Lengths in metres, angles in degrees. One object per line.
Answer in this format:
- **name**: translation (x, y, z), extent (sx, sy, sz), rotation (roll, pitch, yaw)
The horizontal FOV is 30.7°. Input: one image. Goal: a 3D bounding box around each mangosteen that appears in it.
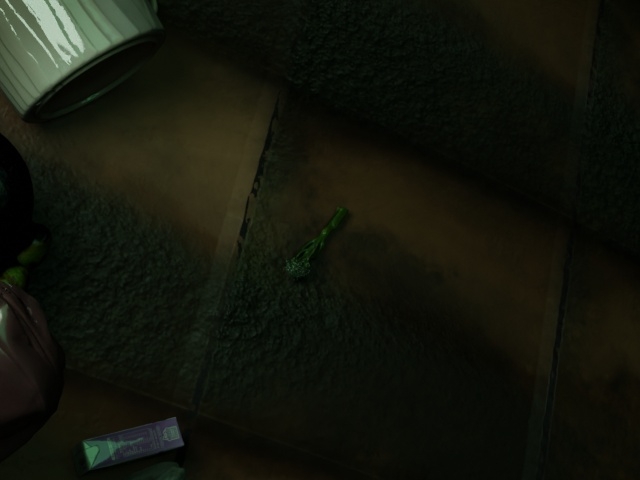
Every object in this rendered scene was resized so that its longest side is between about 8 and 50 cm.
- **mangosteen**: translation (-0.399, -0.017, 1.217), extent (0.243, 0.243, 0.243), rotation (11, 66, -25)

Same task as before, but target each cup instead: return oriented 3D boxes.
- **cup**: translation (-0.331, -0.300, 1.391), extent (0.208, 0.288, 0.273), rotation (-33, 90, 2)

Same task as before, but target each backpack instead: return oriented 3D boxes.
- **backpack**: translation (-0.391, 0.120, 1.070), extent (0.283, 0.317, 0.197), rotation (49, 24, -28)

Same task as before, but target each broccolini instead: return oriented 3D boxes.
- **broccolini**: translation (0.000, 0.000, 1.529), extent (0.030, 0.035, 0.140), rotation (46, 55, -10)

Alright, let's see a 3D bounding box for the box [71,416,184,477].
- **box**: translation (-0.217, 0.232, 1.310), extent (0.117, 0.050, 0.036), rotation (-9, 74, -33)

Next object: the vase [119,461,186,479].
- **vase**: translation (-0.171, 0.410, 1.171), extent (0.245, 0.245, 0.291), rotation (-34, 95, -34)
